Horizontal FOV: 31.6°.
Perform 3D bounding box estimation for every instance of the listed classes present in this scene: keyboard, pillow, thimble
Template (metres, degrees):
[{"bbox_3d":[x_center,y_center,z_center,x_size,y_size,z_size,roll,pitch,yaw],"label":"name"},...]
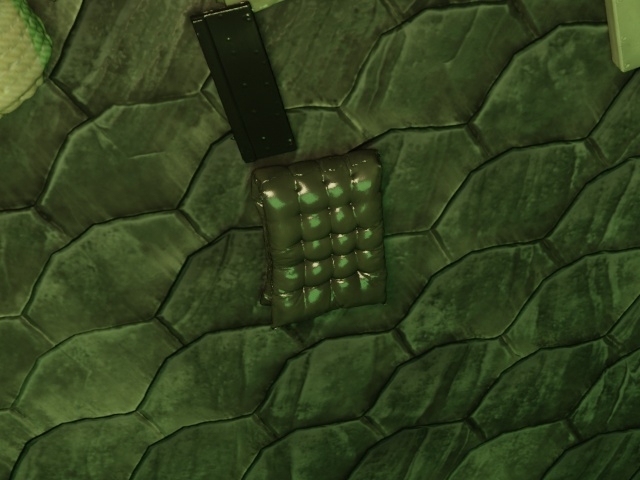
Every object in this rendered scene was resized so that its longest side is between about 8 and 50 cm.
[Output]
[{"bbox_3d":[-0.119,-0.239,1.769,0.100,0.018,0.310,-15,138,4],"label":"keyboard"},{"bbox_3d":[0.000,0.000,1.971,0.228,0.101,0.326,-12,131,-10],"label":"pillow"},{"bbox_3d":[-0.486,-0.260,1.556,0.219,0.219,0.150,-23,131,3],"label":"thimble"}]

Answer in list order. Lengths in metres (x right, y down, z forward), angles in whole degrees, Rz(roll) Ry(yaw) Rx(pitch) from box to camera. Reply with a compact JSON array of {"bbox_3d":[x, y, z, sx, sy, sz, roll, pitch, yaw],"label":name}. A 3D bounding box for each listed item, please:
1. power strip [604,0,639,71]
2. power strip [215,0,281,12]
[{"bbox_3d":[0.505,-0.424,1.807,0.106,0.043,0.367,-19,129,1],"label":"power strip"},{"bbox_3d":[-0.024,-0.409,1.672,0.285,0.048,0.080,-18,135,0],"label":"power strip"}]
